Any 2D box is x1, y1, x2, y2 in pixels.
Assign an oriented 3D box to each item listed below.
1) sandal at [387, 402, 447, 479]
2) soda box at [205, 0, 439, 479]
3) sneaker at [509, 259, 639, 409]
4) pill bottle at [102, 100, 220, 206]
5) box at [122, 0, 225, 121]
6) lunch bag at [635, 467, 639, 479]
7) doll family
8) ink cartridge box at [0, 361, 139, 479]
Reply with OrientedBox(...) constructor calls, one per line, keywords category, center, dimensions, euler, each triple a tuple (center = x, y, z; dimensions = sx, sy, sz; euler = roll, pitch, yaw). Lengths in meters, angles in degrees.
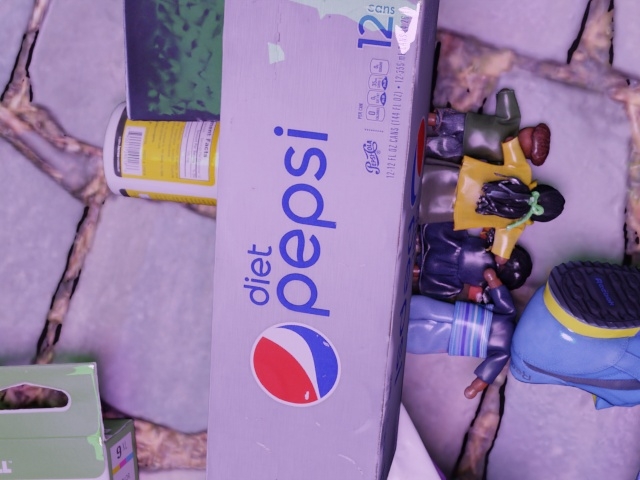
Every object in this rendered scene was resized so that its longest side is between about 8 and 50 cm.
OrientedBox(category="sandal", center=(0.101, 0.205, 0.829), dimensions=(0.102, 0.169, 0.416), euler=(-30, 95, -17))
OrientedBox(category="soda box", center=(0.000, 0.000, 0.675), dimensions=(0.098, 0.091, 0.286), euler=(7, 112, 10))
OrientedBox(category="sneaker", center=(0.214, 0.066, 0.791), dimensions=(0.209, 0.069, 0.082), euler=(6, 129, -19))
OrientedBox(category="pill bottle", center=(-0.079, -0.056, 0.845), dimensions=(0.116, 0.065, 0.065), euler=(7, 102, 10))
OrientedBox(category="box", center=(-0.020, -0.123, 0.774), dimensions=(0.158, 0.156, 0.093), euler=(3, 102, 11))
OrientedBox(category="lunch bag", center=(0.269, 0.213, 0.784), dimensions=(0.176, 0.090, 0.219), euler=(24, 110, 28))
OrientedBox(category="doll family", center=(0.103, 0.002, 0.819), dimensions=(0.111, 0.076, 0.193), euler=(7, 107, 6))
OrientedBox(category="ink cartridge box", center=(-0.189, 0.182, 0.912), dimensions=(0.109, 0.062, 0.209), euler=(-2, 99, 12))
